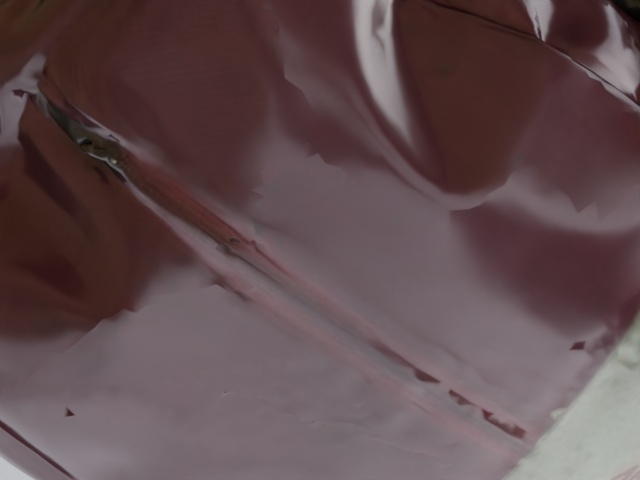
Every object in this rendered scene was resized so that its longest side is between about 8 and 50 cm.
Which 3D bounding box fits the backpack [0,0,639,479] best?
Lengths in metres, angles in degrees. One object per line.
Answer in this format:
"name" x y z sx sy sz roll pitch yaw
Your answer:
"backpack" 0.000 0.000 0.699 0.283 0.317 0.197 -53 -148 10
